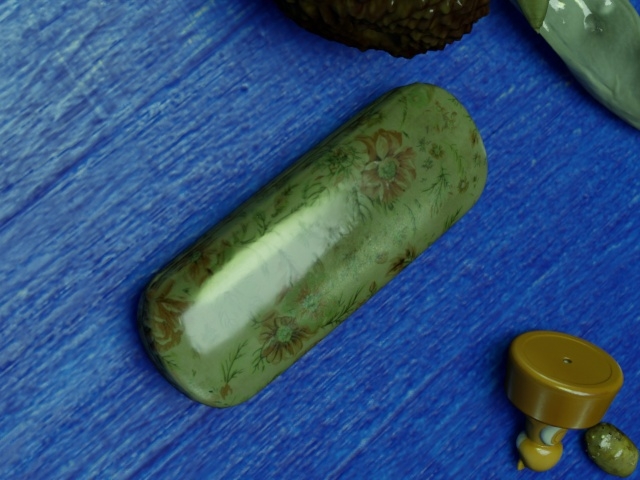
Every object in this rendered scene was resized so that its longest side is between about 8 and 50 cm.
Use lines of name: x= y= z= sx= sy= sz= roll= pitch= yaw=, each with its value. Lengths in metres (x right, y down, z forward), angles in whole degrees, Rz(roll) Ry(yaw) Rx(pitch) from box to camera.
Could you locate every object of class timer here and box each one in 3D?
timer: x=0.260 y=0.199 z=1.548 sx=0.132 sy=0.132 sz=0.152 roll=-1 pitch=119 yaw=-28

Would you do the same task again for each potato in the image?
potato: x=0.347 y=0.250 z=1.625 sx=0.051 sy=0.040 sz=0.083 roll=-47 pitch=112 yaw=-3

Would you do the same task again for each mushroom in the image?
mushroom: x=0.346 y=-0.208 z=1.561 sx=0.351 sy=0.097 sz=0.109 roll=34 pitch=84 yaw=-30

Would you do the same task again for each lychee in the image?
lychee: x=0.058 y=-0.312 z=1.307 sx=0.267 sy=0.267 sz=0.267 roll=-2 pitch=95 yaw=-27

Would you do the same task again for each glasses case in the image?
glasses case: x=0.000 y=0.000 z=1.390 sx=0.425 sy=0.098 sz=0.156 roll=-40 pitch=108 yaw=-19

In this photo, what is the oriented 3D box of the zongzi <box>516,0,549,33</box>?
zongzi: x=0.250 y=-0.424 z=1.460 sx=0.289 sy=0.154 sz=0.317 roll=-39 pitch=119 yaw=-32
